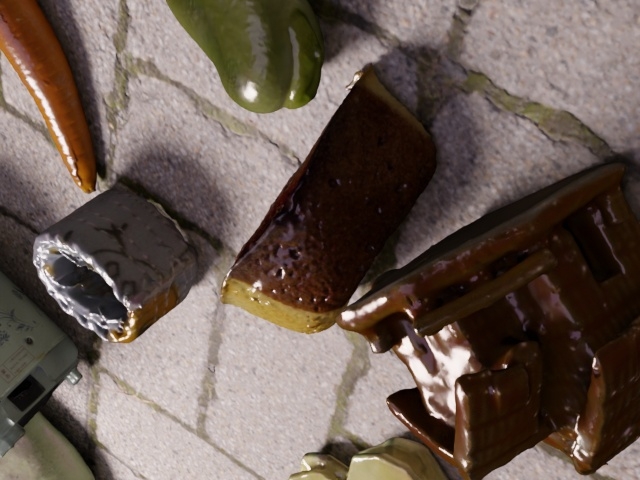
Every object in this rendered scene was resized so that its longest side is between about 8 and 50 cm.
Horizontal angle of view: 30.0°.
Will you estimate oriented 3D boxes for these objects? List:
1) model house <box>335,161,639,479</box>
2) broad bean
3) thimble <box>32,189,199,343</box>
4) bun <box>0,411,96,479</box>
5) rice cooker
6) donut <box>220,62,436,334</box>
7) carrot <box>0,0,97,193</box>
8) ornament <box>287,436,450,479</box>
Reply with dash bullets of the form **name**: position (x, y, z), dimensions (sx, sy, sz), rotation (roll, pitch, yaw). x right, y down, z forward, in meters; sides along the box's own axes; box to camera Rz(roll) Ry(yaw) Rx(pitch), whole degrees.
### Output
- **model house**: position (0.173, 0.086, 0.948), dimensions (0.229, 0.199, 0.219), rotation (55, 151, -4)
- **broad bean**: position (-0.065, -0.185, 1.009), dimensions (0.174, 0.082, 0.124), rotation (52, 141, -8)
- **thimble**: position (-0.216, 0.024, 1.276), dimensions (0.151, 0.118, 0.127), rotation (41, 139, 9)
- **bun**: position (-0.455, 0.360, 1.697), dimensions (0.283, 0.179, 0.283), rotation (25, 137, 26)
- **rice cooker**: position (-0.466, 0.137, 1.467), dimensions (0.317, 0.264, 0.316), rotation (31, 149, 21)
- **donut**: position (0.000, 0.000, 1.059), dimensions (0.112, 0.151, 0.295), rotation (31, 137, 3)
- **carrot**: position (-0.282, -0.163, 1.234), dimensions (0.066, 0.062, 0.271), rotation (-19, 116, 12)
- **ornament**: position (0.069, 0.299, 1.301), dimensions (0.201, 0.059, 0.180), rotation (-21, 109, 45)
